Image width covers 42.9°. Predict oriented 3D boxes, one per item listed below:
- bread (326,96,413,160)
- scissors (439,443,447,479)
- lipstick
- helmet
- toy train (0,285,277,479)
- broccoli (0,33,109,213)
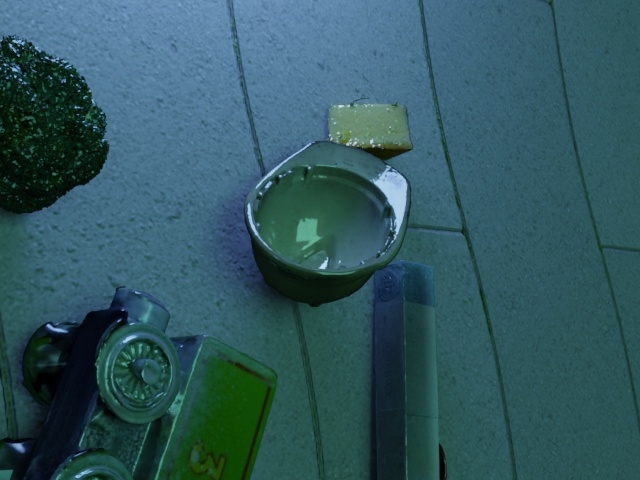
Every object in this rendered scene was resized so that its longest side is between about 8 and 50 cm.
[{"bbox_3d":[0.069,-0.170,1.203,0.109,0.080,0.084,11,71,-40],"label":"bread"},{"bbox_3d":[0.166,0.427,1.184,0.144,0.017,0.248,-26,98,-40],"label":"scissors"},{"bbox_3d":[0.121,0.191,1.157,0.068,0.066,0.318,15,67,-35],"label":"lipstick"},{"bbox_3d":[0.001,0.000,1.072,0.204,0.137,0.257,28,45,12],"label":"helmet"},{"bbox_3d":[-0.194,0.219,0.842,0.249,0.173,0.307,37,58,-38],"label":"toy train"},{"bbox_3d":[-0.314,-0.117,0.836,0.195,0.156,0.195,-15,126,-23],"label":"broccoli"}]
